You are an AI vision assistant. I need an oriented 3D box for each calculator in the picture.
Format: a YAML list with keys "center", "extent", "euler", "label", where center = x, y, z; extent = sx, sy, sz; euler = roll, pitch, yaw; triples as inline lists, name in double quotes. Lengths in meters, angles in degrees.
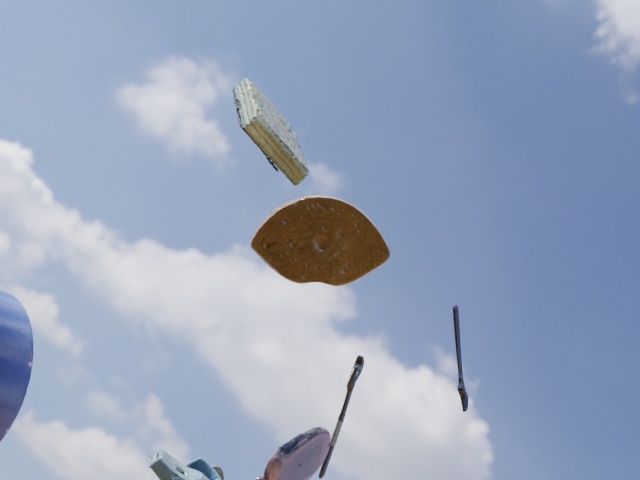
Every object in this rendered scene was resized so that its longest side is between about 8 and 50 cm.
- center: [-0.041, 0.332, 1.547]
  extent: [0.024, 0.166, 0.103]
  euler: [29, -52, 31]
  label: "calculator"

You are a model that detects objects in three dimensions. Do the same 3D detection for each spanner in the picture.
- center: [0.046, 0.419, 2.479]
  extent: [0.024, 0.315, 0.087]
  euler: [19, 11, 5]
  label: "spanner"
- center: [0.269, 0.227, 2.036]
  extent: [0.012, 0.208, 0.046]
  euler: [-8, -16, 18]
  label: "spanner"

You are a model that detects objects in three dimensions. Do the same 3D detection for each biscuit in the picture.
- center: [-0.071, -0.157, 1.495]
  extent: [0.121, 0.040, 0.199]
  euler: [49, 9, -24]
  label: "biscuit"
- center: [0.000, 0.000, 1.647]
  extent: [0.221, 0.142, 0.029]
  euler: [1, 1, -6]
  label: "biscuit"

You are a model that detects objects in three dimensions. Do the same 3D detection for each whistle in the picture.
- center: [-0.177, 0.443, 1.727]
  extent: [0.269, 0.093, 0.180]
  euler: [48, 8, -11]
  label: "whistle"

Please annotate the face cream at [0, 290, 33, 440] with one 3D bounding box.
- center: [-0.544, 0.159, 1.396]
  extent: [0.249, 0.249, 0.225]
  euler: [6, -11, 44]
  label: "face cream"

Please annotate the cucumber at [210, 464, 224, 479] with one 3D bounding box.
- center: [-0.251, 0.502, 2.223]
  extent: [0.064, 0.064, 0.112]
  euler: [47, -40, -17]
  label: "cucumber"
